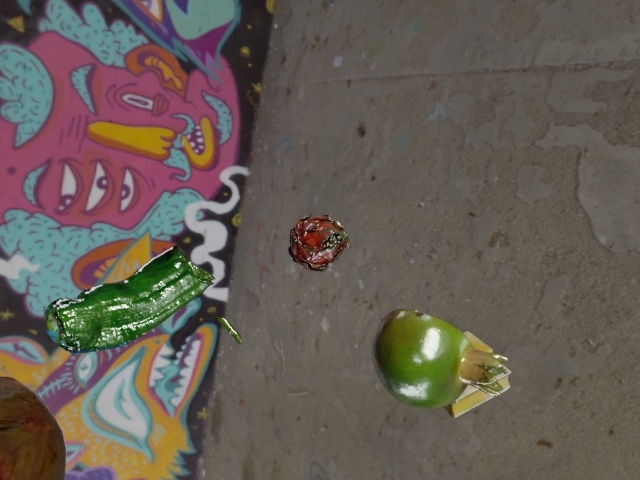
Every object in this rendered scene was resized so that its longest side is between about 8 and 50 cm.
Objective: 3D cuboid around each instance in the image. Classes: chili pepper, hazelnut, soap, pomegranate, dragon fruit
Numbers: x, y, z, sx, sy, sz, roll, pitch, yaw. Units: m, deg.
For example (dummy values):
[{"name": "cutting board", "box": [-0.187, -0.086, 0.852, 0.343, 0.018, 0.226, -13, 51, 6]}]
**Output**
[{"name": "chili pepper", "box": [-0.249, 0.080, 0.632, 0.098, 0.224, 0.061, 56, 138, 8]}, {"name": "hazelnut", "box": [-0.479, 0.313, 0.639, 0.251, 0.217, 0.217, 44, 123, 55]}, {"name": "soap", "box": [0.510, 0.485, 1.695, 0.259, 0.281, 0.142, 44, 140, 46]}, {"name": "pomegranate", "box": [0.296, 0.342, 1.221, 0.359, 0.309, 0.216, 13, 61, 38]}, {"name": "dragon fruit", "box": [-0.008, 0.004, 1.403, 0.189, 0.182, 0.182, -43, 43, 8]}]

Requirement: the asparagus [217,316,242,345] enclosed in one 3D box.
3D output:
[{"name": "asparagus", "box": [-0.255, 0.256, 1.316, 0.108, 0.021, 0.025, 48, 168, 6]}]
